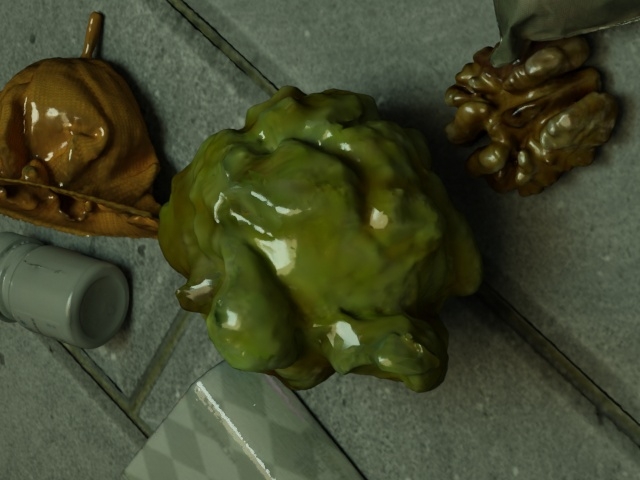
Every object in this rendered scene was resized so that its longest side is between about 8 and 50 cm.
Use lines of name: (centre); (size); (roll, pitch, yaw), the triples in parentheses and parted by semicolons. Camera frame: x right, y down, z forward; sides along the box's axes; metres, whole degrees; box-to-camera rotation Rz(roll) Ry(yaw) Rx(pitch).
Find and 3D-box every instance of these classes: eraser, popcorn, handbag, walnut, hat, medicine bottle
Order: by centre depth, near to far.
handbag: (0.208, -0.293, 1.358); (0.182, 0.117, 0.271); (-7, 92, 28)
walnut: (0.179, -0.114, 1.448); (0.170, 0.069, 0.143); (-32, 82, 40)
popcorn: (0.003, 0.000, 1.480); (0.335, 0.274, 0.279); (174, 101, -65)
eraser: (-0.026, 0.328, 1.699); (0.397, 0.082, 0.213); (50, 126, 17)
hat: (-0.257, -0.139, 1.742); (0.244, 0.233, 0.233); (4, 77, 25)
medicine bottle: (-0.309, 0.056, 1.834); (0.168, 0.105, 0.105); (15, 110, 33)
